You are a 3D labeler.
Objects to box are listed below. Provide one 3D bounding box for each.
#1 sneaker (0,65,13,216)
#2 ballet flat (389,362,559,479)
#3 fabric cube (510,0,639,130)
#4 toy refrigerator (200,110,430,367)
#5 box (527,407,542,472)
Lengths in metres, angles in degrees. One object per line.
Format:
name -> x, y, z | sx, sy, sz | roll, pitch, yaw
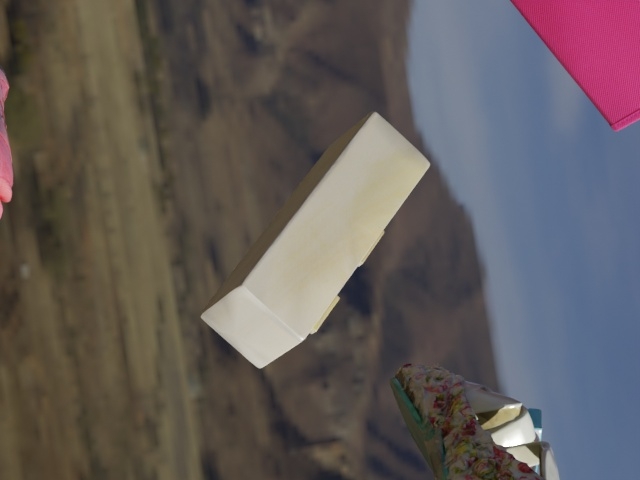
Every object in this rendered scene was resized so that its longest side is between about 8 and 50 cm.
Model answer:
sneaker -> -0.283, -0.067, 1.455 | 0.136, 0.116, 0.314 | 62, 3, -7
ballet flat -> 0.101, 0.136, 1.186 | 0.241, 0.077, 0.091 | -112, -179, -67
fabric cube -> 0.273, -0.295, 1.561 | 0.258, 0.254, 0.259 | 49, 32, -16
toy refrigerator -> 0.000, 0.000, 2.005 | 0.269, 0.094, 0.102 | -53, -171, -35
box -> 0.214, 0.328, 2.445 | 0.060, 0.100, 0.244 | -78, 173, -71
